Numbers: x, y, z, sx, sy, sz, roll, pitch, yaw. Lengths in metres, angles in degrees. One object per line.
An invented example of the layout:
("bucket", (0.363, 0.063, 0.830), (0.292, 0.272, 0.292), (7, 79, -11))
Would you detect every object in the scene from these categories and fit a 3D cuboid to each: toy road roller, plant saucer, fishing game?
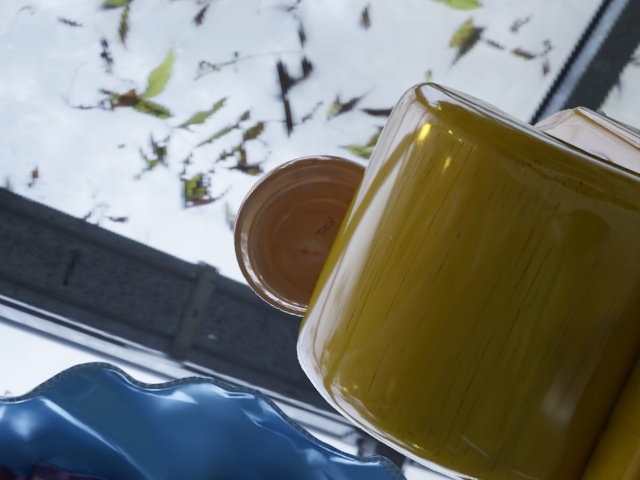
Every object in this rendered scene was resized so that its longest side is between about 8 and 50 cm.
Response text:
("toy road roller", (0.138, 0.055, 0.534), (0.241, 0.329, 0.202), (16, -76, -23))
("plant saucer", (0.000, 0.000, 0.638), (0.084, 0.013, 0.083), (-2, -66, -4))
("fishing game", (-0.047, 0.105, 0.350), (0.264, 0.189, 0.041), (13, -137, 0))

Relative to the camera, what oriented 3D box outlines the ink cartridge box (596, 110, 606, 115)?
("ink cartridge box", (0.173, -0.007, 0.866), (0.092, 0.090, 0.143), (-26, -80, 4))
